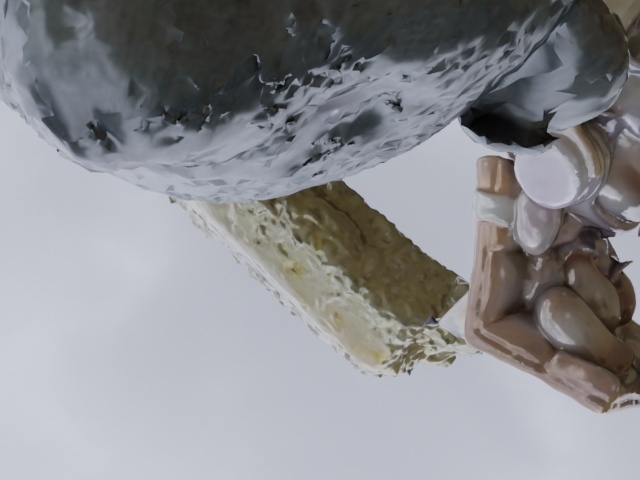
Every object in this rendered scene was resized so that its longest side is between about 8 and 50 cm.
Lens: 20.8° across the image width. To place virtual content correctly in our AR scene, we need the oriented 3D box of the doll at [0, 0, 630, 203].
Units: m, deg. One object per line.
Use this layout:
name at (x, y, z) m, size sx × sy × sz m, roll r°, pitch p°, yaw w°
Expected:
doll at (-0.063, -0.107, 0.406) m, size 0.340 × 0.246 × 0.158 m, roll 48°, pitch -127°, yaw -58°

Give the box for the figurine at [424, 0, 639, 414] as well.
figurine at (0.149, -0.037, 0.887) m, size 0.141 × 0.237 × 0.162 m, roll 16°, pitch -176°, yaw 26°

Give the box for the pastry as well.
pastry at (-0.002, 0.001, 1.151) m, size 0.089 × 0.121 × 0.258 m, roll -42°, pitch -97°, yaw -18°
